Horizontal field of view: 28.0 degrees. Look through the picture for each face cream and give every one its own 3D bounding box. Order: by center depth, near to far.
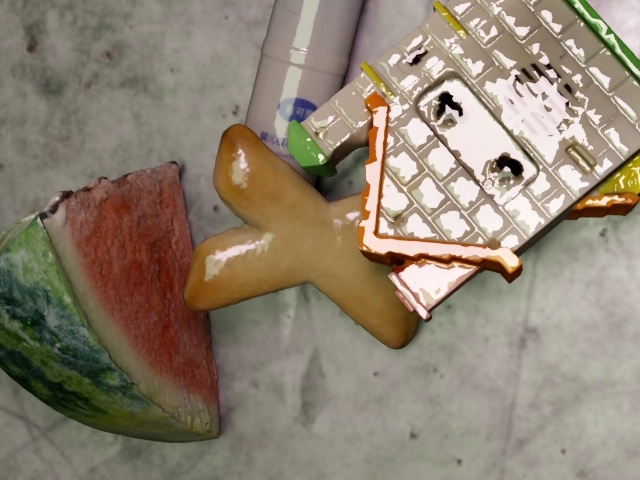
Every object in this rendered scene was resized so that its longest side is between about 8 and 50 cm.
[{"bbox_3d":[-0.013,-0.160,1.114,0.077,0.077,0.250,17,101,19],"label":"face cream"}]

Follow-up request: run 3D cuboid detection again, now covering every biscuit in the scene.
[{"bbox_3d":[0.000,0.001,1.091,0.207,0.047,0.164,12,99,-12],"label":"biscuit"}]

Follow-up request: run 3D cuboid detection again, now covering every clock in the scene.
[{"bbox_3d":[0.129,-0.073,1.015,0.255,0.106,0.220,-39,79,2],"label":"clock"}]

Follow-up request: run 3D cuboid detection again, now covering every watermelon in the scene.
[{"bbox_3d":[-0.186,0.056,1.143,0.193,0.310,0.232,-38,43,19],"label":"watermelon"}]
